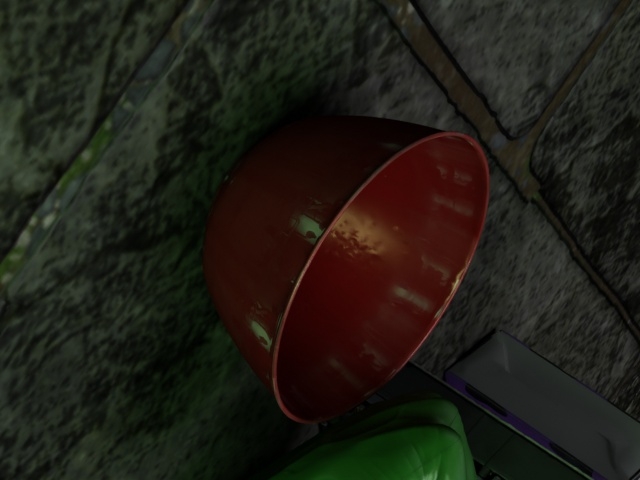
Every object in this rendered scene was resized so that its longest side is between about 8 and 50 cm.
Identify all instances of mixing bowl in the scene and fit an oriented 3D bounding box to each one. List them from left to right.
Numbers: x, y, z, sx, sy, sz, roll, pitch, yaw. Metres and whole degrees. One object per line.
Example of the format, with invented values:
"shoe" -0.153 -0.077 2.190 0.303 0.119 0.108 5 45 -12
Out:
"mixing bowl" 0.000 0.000 0.998 0.181 0.098 0.181 -40 148 -32

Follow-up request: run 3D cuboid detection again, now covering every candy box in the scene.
"candy box" 0.169 0.193 1.403 0.070 0.165 0.196 -34 145 -35

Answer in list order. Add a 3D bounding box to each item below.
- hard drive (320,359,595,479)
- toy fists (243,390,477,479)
"hard drive" 0.115 0.234 1.283 0.064 0.237 0.339 -45 149 -24
"toy fists" 0.012 0.164 1.079 0.142 0.096 0.279 -31 171 -20
